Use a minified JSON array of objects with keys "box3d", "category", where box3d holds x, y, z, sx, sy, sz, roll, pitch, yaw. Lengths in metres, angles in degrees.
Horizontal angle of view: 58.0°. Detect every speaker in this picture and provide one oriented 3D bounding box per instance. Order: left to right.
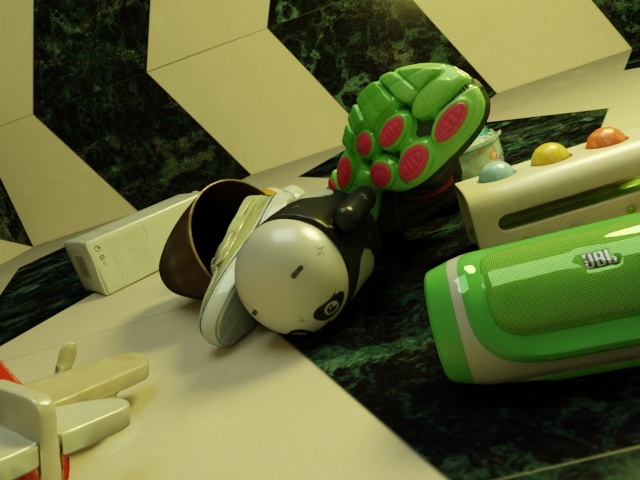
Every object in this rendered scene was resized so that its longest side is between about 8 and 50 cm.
[{"box3d":[0.251,0.047,0.517,0.296,0.131,0.131,-15,15,16],"category":"speaker"}]

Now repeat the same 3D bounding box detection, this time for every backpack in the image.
[{"box3d":[0.273,-0.174,1.221,0.225,0.191,0.253,-11,20,18],"category":"backpack"}]

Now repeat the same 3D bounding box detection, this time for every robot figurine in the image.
[{"box3d":[-0.008,0.025,0.856,0.173,0.209,0.278,5,22,21],"category":"robot figurine"}]

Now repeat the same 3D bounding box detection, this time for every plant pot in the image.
[{"box3d":[-0.206,0.028,1.089,0.230,0.216,0.215,-26,6,44],"category":"plant pot"}]

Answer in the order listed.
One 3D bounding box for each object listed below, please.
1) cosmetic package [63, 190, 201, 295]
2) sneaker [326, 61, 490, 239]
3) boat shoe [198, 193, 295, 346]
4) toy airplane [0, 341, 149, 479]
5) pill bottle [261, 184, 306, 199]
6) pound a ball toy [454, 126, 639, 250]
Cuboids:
[{"box3d":[-0.483,-0.004,1.619,0.384,0.156,0.217,-27,16,-34],"category":"cosmetic package"},{"box3d":[0.149,-0.138,0.963,0.202,0.185,0.483,-17,-13,-18],"category":"sneaker"},{"box3d":[-0.125,0.040,0.933,0.094,0.109,0.302,6,46,23],"category":"boat shoe"},{"box3d":[-0.390,0.202,0.607,0.385,0.273,0.384,15,18,-17],"category":"toy airplane"},{"box3d":[-0.135,-0.041,1.329,0.136,0.137,0.245,-5,20,45],"category":"pill bottle"},{"box3d":[0.364,-0.072,0.797,0.318,0.136,0.208,-17,14,9],"category":"pound a ball toy"}]
